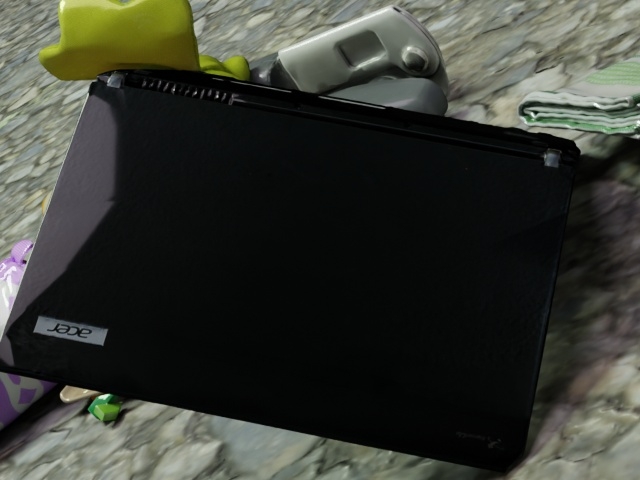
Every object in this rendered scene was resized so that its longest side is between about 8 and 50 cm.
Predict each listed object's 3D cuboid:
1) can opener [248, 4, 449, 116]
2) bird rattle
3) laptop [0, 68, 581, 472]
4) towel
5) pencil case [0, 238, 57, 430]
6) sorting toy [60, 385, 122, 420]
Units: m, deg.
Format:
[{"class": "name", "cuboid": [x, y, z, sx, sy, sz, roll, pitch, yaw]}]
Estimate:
[{"class": "can opener", "cuboid": [-0.036, -0.083, 1.237, 0.280, 0.074, 0.093, -16, 26, 38]}, {"class": "bird rattle", "cuboid": [-0.090, -0.029, 1.140, 0.207, 0.143, 0.253, -49, 49, 22]}, {"class": "laptop", "cuboid": [0.000, 0.000, 0.899, 0.234, 0.136, 0.264, 11, 6, 7]}, {"class": "towel", "cuboid": [0.191, -0.094, 0.968, 0.152, 0.023, 0.113, -26, 18, -22]}, {"class": "pencil case", "cuboid": [-0.236, 0.093, 1.099, 0.206, 0.088, 0.086, -37, 15, -16]}, {"class": "sorting toy", "cuboid": [-0.120, 0.082, 1.065, 0.062, 0.012, 0.083, -13, 23, 30]}]
